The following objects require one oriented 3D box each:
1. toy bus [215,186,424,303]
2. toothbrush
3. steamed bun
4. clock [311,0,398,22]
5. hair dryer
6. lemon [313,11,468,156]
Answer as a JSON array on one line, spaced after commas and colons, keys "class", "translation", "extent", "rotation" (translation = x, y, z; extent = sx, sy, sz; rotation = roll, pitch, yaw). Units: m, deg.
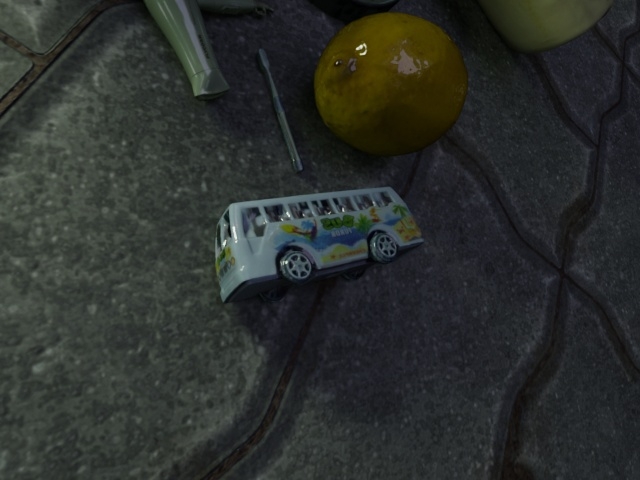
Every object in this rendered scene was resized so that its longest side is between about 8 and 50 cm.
[{"class": "toy bus", "translation": [0.000, 0.000, 0.693], "extent": [0.330, 0.109, 0.135], "rotation": [-10, 73, -34]}, {"class": "toothbrush", "translation": [-0.069, -0.216, 0.760], "extent": [0.016, 0.019, 0.219], "rotation": [-17, 87, -33]}, {"class": "steamed bun", "translation": [0.512, -0.673, 1.093], "extent": [0.371, 0.290, 0.455], "rotation": [50, 50, -25]}, {"class": "clock", "translation": [0.058, -0.595, 0.880], "extent": [0.319, 0.066, 0.318], "rotation": [0, 90, -30]}, {"class": "hair dryer", "translation": [-0.150, -0.345, 0.730], "extent": [0.237, 0.075, 0.206], "rotation": [-34, 103, -42]}, {"class": "lemon", "translation": [0.119, -0.257, 0.764], "extent": [0.264, 0.236, 0.235], "rotation": [18, 68, -21]}]
